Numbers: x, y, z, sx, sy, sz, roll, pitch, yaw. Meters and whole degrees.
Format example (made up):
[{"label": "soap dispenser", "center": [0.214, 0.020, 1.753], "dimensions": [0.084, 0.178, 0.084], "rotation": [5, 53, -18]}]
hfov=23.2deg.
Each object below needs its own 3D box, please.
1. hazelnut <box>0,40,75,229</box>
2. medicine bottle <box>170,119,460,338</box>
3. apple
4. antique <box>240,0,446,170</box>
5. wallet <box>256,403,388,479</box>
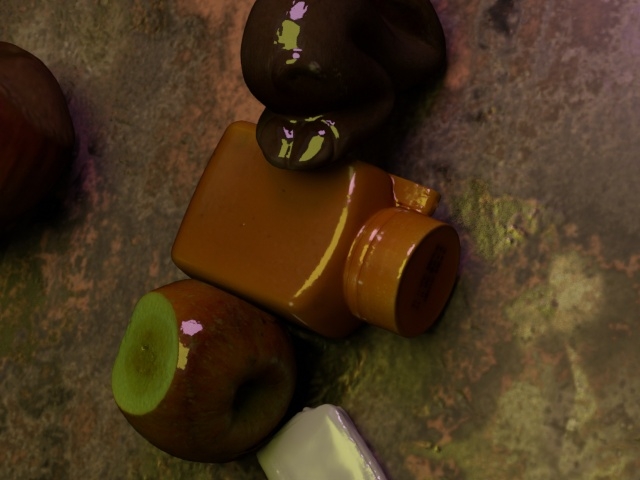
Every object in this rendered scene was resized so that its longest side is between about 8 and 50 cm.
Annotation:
[{"label": "hazelnut", "center": [-0.332, -0.093, 1.509], "dimensions": [0.186, 0.210, 0.210], "rotation": [-19, 60, -21]}, {"label": "medicine bottle", "center": [0.000, 0.000, 1.338], "dimensions": [0.222, 0.112, 0.149], "rotation": [21, 84, 30]}, {"label": "apple", "center": [-0.106, 0.112, 1.329], "dimensions": [0.147, 0.163, 0.146], "rotation": [26, 87, 36]}, {"label": "antique", "center": [0.016, -0.179, 1.329], "dimensions": [0.121, 0.257, 0.143], "rotation": [6, 122, 29]}, {"label": "wallet", "center": [0.020, 0.226, 1.305], "dimensions": [0.095, 0.033, 0.190], "rotation": [-35, 62, 11]}]
